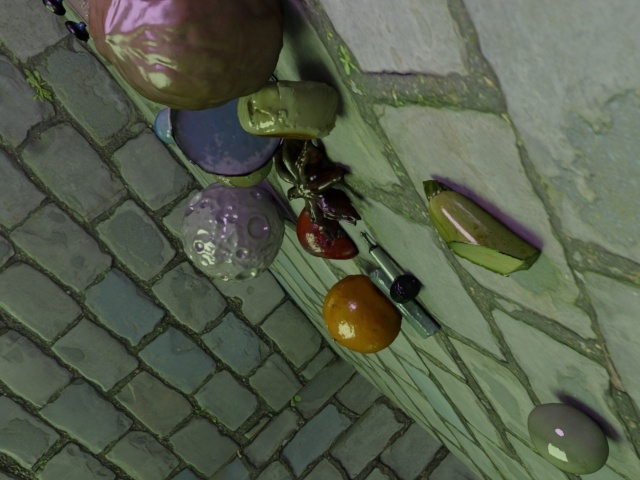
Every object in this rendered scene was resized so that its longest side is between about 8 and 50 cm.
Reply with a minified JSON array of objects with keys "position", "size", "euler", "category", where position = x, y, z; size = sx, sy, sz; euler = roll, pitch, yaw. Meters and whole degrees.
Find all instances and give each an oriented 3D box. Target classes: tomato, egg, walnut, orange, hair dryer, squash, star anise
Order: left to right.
[{"position":[-0.185,-0.304,0.826],"size":[0.273,0.273,0.227],"euler":[48,132,-3],"category":"walnut"},{"position":[-0.204,-0.214,1.459],"size":[0.202,0.164,0.164],"euler":[30,160,38],"category":"egg"},{"position":[-0.016,-0.119,1.244],"size":[0.288,0.088,0.288],"euler":[45,153,30],"category":"star anise"},{"position":[0.000,0.000,1.559],"size":[0.189,0.099,0.173],"euler":[48,167,-10],"category":"tomato"},{"position":[0.110,0.197,1.554],"size":[0.219,0.193,0.219],"euler":[54,-163,-24],"category":"orange"},{"position":[0.152,0.058,1.353],"size":[0.197,0.057,0.100],"euler":[55,169,8],"category":"hair dryer"},{"position":[0.204,-0.017,0.824],"size":[0.200,0.075,0.090],"euler":[43,-166,27],"category":"squash"},{"position":[0.454,0.363,1.077],"size":[0.152,0.114,0.114],"euler":[27,157,48],"category":"egg"}]

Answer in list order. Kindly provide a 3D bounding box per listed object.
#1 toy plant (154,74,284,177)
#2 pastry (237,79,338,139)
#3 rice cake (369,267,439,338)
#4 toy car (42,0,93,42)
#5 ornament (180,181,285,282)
[{"position":[-0.218,-0.255,1.221],"size":[0.247,0.247,0.332],"euler":[52,170,-19],"category":"toy plant"},{"position":[-0.051,-0.211,0.947],"size":[0.166,0.166,0.088],"euler":[-163,72,-68],"category":"pastry"},{"position":[0.210,0.157,1.465],"size":[0.226,0.040,0.085],"euler":[48,168,1],"category":"rice cake"},{"position":[-0.504,-0.571,1.376],"size":[0.248,0.204,0.198],"euler":[48,-168,5],"category":"toy car"},{"position":[-0.289,-0.037,1.874],"size":[0.337,0.337,0.337],"euler":[45,168,12],"category":"ornament"}]
